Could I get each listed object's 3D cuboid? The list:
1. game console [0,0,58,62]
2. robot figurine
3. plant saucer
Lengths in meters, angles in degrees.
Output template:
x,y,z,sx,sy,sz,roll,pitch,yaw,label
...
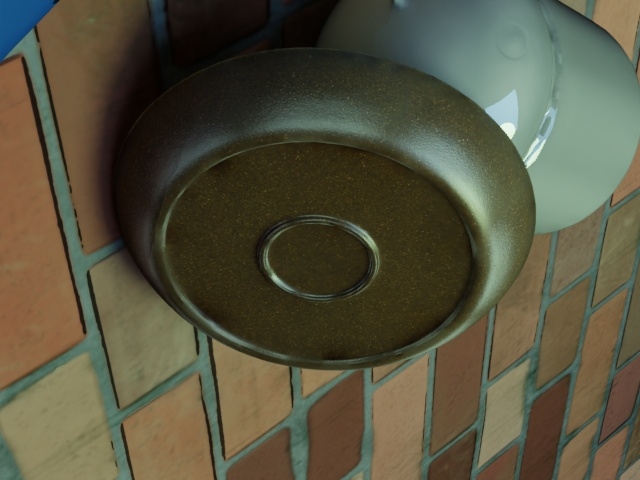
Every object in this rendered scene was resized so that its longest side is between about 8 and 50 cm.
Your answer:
x,y,z,sx,sy,sz,roll,pitch,yaw,label
-0.233,-0.156,0.554,0.293,0.173,0.250,-42,115,13,game console
0.127,-0.111,0.989,0.353,0.200,0.299,12,85,-54,robot figurine
0.000,0.000,0.891,0.050,0.311,0.310,-84,176,-46,plant saucer
